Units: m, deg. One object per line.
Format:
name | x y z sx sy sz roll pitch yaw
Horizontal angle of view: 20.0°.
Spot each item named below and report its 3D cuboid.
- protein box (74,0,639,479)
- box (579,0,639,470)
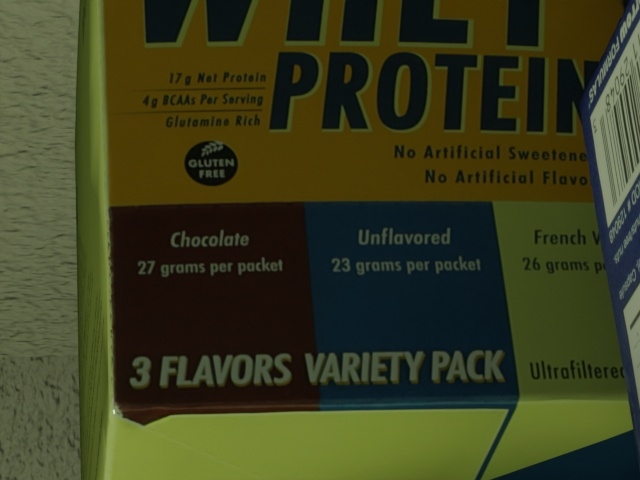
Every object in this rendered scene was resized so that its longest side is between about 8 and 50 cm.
protein box | 0.000 0.000 0.522 0.200 0.136 0.201 105 162 -58
box | 0.089 0.037 0.291 0.136 0.036 0.225 108 162 -61
